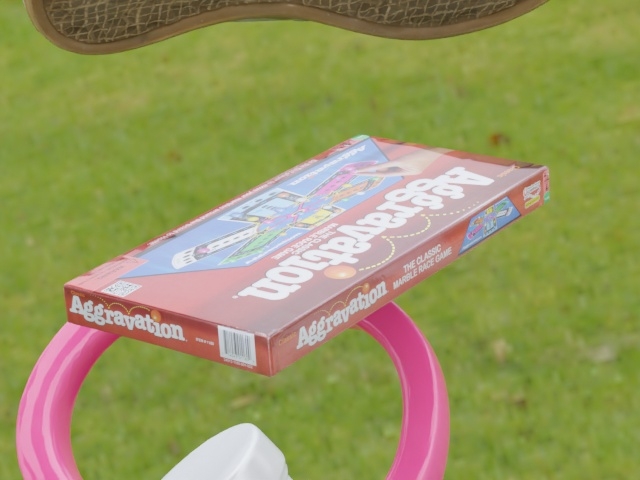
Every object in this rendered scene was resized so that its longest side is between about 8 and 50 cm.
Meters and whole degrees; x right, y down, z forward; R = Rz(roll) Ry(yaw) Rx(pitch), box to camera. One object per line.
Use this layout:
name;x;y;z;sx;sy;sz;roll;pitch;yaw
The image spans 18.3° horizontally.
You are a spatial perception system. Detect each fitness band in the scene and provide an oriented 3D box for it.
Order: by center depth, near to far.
fitness band;-0.057;0.115;1.266;0.291;0.054;0.209;7;72;22

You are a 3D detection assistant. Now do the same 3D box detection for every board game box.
board game box;0.000;0.000;1.149;0.145;0.027;0.281;13;27;34

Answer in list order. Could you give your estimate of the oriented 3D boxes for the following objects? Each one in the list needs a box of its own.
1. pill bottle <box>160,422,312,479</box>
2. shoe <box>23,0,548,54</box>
pill bottle;-0.007;0.276;1.441;0.162;0.278;0.162;-38;12;10
shoe;-0.006;-0.119;0.770;0.219;0.076;0.058;-5;38;4
